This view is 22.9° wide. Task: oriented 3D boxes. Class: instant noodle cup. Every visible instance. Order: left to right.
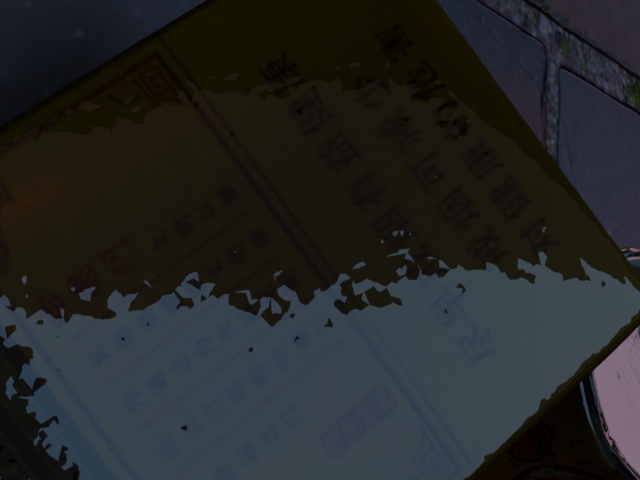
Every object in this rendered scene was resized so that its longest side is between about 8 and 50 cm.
[{"bbox_3d":[0.152,0.100,1.088,0.215,0.172,0.216,17,67,-48],"label":"instant noodle cup"}]

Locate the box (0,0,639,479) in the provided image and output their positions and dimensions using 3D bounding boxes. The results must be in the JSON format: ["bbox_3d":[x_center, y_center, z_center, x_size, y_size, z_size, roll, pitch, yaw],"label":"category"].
[{"bbox_3d":[-0.067,0.053,0.730,0.415,0.116,0.264,-39,94,-29],"label":"box"}]
